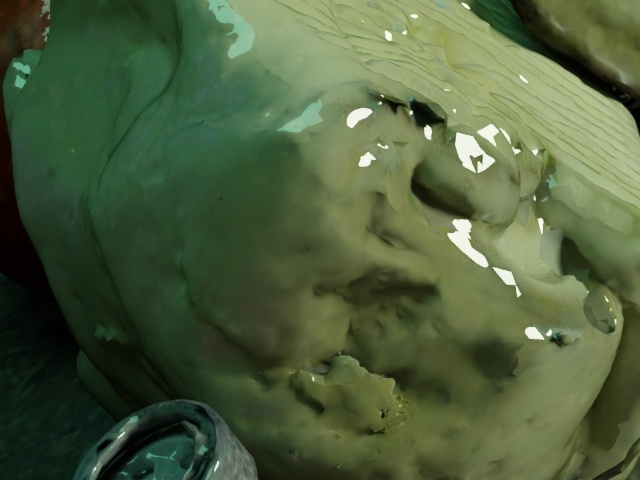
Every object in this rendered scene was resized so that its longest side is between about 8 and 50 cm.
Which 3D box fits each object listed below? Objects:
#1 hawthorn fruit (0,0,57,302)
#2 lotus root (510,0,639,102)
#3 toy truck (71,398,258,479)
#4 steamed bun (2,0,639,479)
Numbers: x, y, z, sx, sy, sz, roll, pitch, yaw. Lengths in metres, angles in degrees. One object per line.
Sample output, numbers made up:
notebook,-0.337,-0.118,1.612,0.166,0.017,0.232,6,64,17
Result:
hawthorn fruit,-0.106,-0.059,0.945,0.205,0.205,0.253,-25,41,-4
lotus root,0.231,-0.145,0.821,0.314,0.210,0.142,14,21,-13
toy truck,-0.010,0.194,0.521,0.178,0.176,0.363,-41,33,-13
steamed bun,0.000,0.000,0.748,0.207,0.268,0.280,-54,47,20
